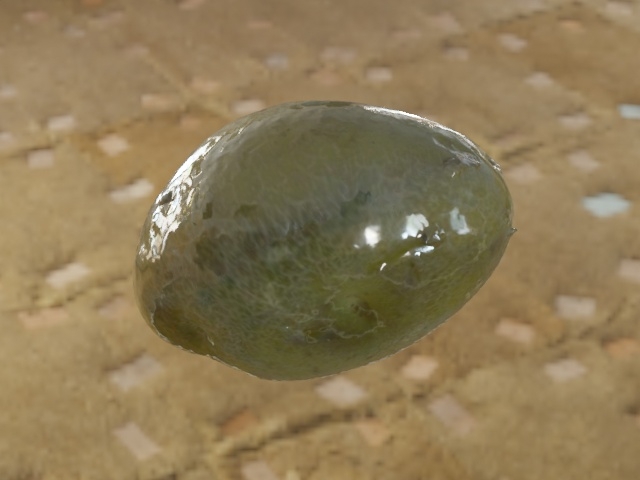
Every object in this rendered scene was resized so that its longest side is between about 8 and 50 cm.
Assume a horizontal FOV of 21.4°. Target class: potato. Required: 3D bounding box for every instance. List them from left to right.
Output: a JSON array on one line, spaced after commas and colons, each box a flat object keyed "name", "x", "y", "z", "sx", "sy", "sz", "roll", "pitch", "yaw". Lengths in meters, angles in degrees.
[{"name": "potato", "x": 0.000, "y": 0.000, "z": 1.007, "sx": 0.235, "sy": 0.160, "sz": 0.178, "roll": -12, "pitch": 174, "yaw": 13}]
